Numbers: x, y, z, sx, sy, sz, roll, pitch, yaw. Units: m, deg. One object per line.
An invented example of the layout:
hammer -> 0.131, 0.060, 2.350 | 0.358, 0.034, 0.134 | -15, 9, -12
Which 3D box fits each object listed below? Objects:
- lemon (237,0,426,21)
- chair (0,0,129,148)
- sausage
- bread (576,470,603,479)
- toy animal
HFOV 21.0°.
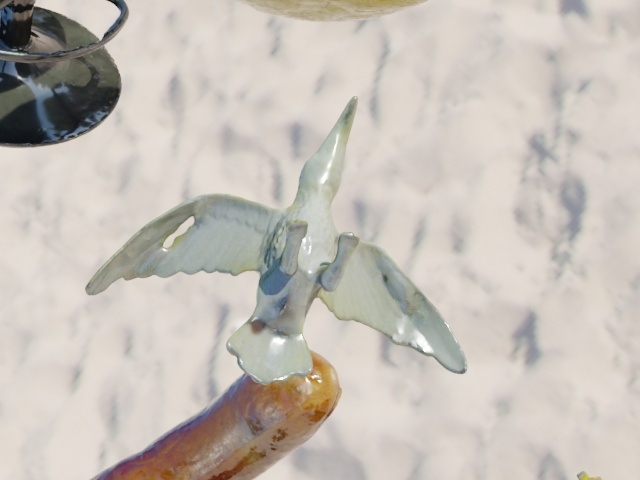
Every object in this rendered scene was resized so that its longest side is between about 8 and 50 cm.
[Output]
lemon -> -0.005, -0.300, 1.338 | 0.316, 0.285, 0.285 | -17, 32, -9
chair -> -0.272, -0.305, 1.592 | 0.226, 0.226, 0.401 | -92, 12, -47
sausage -> -0.105, 0.187, 1.465 | 0.302, 0.103, 0.076 | -34, 76, 14
bread -> 0.342, 0.302, 1.405 | 0.109, 0.380, 0.185 | -43, 18, 38
toy animal -> 0.000, 0.000, 0.940 | 0.095, 0.219, 0.155 | -114, 45, -76
